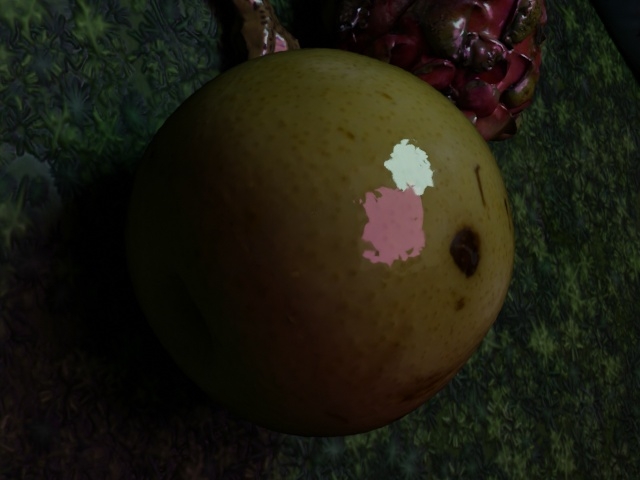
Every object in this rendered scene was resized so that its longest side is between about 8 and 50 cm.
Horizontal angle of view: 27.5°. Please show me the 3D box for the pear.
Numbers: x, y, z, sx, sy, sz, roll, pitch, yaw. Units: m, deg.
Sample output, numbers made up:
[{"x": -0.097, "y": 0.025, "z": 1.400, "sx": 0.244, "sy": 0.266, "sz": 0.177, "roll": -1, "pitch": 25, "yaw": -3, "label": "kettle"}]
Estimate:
[{"x": 0.000, "y": 0.000, "z": 1.126, "sx": 0.348, "sy": 0.348, "sz": 0.348, "roll": 14, "pitch": 72, "yaw": -48, "label": "pear"}]

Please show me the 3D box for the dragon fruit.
[{"x": 0.134, "y": -0.224, "z": 1.417, "sx": 0.269, "sy": 0.250, "sz": 0.291, "roll": 21, "pitch": 59, "yaw": -66, "label": "dragon fruit"}]

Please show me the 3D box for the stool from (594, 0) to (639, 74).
[{"x": 0.600, "y": -0.400, "z": 1.964, "sx": 0.310, "sy": 0.310, "sz": 0.226, "roll": 50, "pitch": 42, "yaw": -30, "label": "stool"}]

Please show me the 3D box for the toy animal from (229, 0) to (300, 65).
[{"x": -0.075, "y": -0.209, "z": 1.304, "sx": 0.149, "sy": 0.054, "sz": 0.275, "roll": -15, "pitch": 97, "yaw": -47, "label": "toy animal"}]
